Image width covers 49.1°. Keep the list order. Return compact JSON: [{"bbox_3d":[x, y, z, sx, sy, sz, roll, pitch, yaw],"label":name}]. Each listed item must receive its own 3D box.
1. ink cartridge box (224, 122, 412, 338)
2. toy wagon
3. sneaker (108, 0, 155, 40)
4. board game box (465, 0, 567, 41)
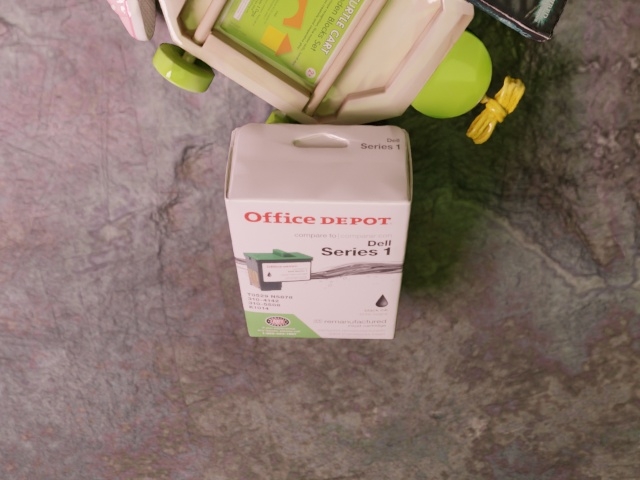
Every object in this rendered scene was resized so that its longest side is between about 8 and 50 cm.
[{"bbox_3d":[0.000,0.000,0.673,0.160,0.093,0.219,0,142,2],"label":"ink cartridge box"},{"bbox_3d":[0.023,-0.203,0.617,0.344,0.068,0.267,30,116,-14],"label":"toy wagon"},{"bbox_3d":[-0.192,-0.240,0.615,0.070,0.051,0.134,-8,115,8],"label":"sneaker"},{"bbox_3d":[0.169,-0.269,0.548,0.126,0.026,0.186,20,98,-27],"label":"board game box"}]
